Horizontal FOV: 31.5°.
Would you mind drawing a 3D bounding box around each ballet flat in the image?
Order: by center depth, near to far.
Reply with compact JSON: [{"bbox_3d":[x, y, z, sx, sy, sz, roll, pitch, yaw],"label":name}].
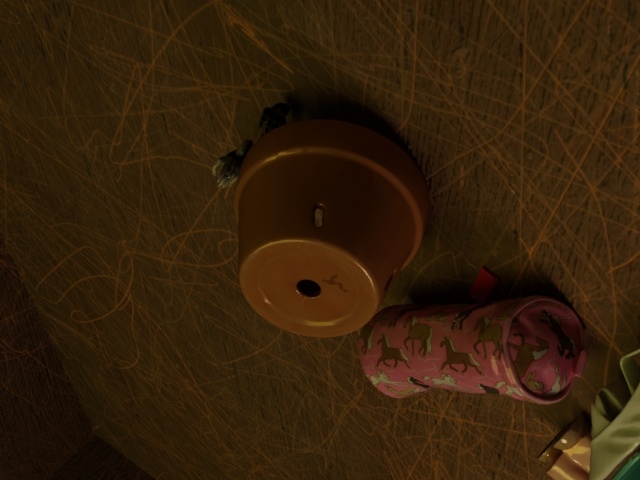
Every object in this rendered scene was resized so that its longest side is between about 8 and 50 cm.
[{"bbox_3d":[0.447,0.224,1.550,0.139,0.139,0.400,38,147,14],"label":"ballet flat"}]

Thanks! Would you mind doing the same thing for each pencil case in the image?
[{"bbox_3d":[0.222,0.168,1.723,0.386,0.167,0.160,-11,95,59],"label":"pencil case"}]

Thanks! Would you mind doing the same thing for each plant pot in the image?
[{"bbox_3d":[0.000,0.000,1.627,0.291,0.203,0.291,8,135,8],"label":"plant pot"}]

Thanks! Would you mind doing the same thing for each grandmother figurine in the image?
[{"bbox_3d":[0.497,0.427,1.761,0.342,0.104,0.208,42,161,12],"label":"grandmother figurine"}]

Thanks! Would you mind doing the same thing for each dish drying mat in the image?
[{"bbox_3d":[0.247,0.070,1.716,0.032,0.008,0.083,39,152,15],"label":"dish drying mat"}]

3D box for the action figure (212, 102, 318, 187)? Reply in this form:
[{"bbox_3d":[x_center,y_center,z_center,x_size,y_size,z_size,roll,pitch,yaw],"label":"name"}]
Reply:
[{"bbox_3d":[-0.087,-0.102,1.805,0.164,0.141,0.276,33,150,0],"label":"action figure"}]
